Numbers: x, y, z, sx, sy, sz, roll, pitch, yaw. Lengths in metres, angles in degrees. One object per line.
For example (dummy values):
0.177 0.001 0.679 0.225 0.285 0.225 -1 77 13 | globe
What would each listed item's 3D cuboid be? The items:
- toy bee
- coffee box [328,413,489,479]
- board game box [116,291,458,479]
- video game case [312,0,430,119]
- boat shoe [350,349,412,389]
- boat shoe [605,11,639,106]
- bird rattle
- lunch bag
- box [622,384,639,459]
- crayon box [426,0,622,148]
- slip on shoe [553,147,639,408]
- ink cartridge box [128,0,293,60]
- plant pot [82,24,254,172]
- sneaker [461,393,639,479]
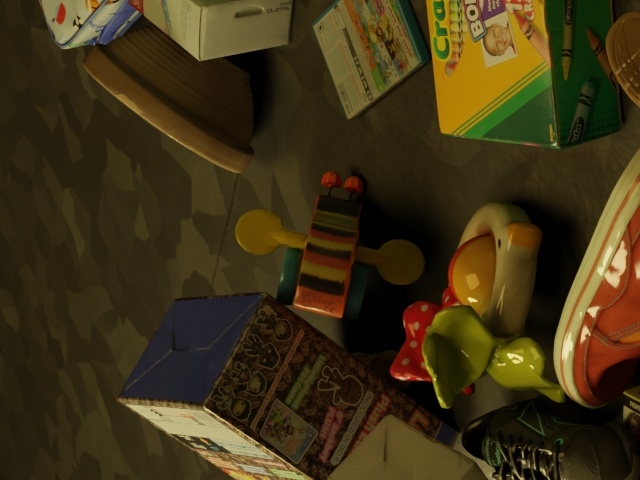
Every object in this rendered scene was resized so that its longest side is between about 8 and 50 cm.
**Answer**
0.000 0.000 1.591 0.298 0.195 0.162 -173 95 -69 | toy bee
0.134 0.305 1.461 0.141 0.098 0.246 25 155 52 | coffee box
-0.039 0.196 1.608 0.291 0.141 0.232 38 159 -24 | board game box
0.051 -0.214 1.546 0.166 0.015 0.119 -34 74 58 | video game case
0.057 0.156 1.677 0.135 0.045 0.050 -11 94 59 | boat shoe
0.296 -0.116 1.147 0.063 0.059 0.170 -50 60 24 | boat shoe
0.164 0.065 1.405 0.253 0.143 0.207 -111 36 -82 | bird rattle
-0.303 -0.396 1.948 0.303 0.115 0.243 -30 80 58 | lunch bag
0.313 0.244 1.286 0.087 0.058 0.232 28 126 51 | box
0.172 -0.229 1.276 0.165 0.081 0.278 13 115 56 | crayon box
0.270 0.046 1.187 0.101 0.123 0.331 33 146 19 | slip on shoe
-0.131 -0.286 1.699 0.175 0.127 0.072 42 136 42 | ink cartridge box
-0.163 -0.192 1.759 0.109 0.237 0.237 -54 48 8 | plant pot
0.210 0.206 1.314 0.267 0.106 0.101 -160 68 -78 | sneaker
